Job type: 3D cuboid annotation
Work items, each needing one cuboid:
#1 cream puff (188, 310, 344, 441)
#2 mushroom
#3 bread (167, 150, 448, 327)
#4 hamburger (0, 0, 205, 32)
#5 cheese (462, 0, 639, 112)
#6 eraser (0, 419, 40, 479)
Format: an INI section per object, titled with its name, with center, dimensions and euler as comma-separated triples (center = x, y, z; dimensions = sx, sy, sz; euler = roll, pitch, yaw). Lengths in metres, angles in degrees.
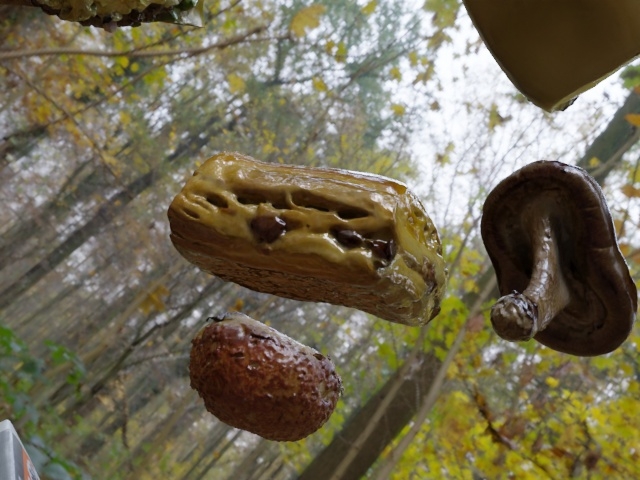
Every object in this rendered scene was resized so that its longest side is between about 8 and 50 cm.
[cream puff]
center = -0.088, 0.205, 1.096
dimensions = 0.240, 0.164, 0.240
euler = 30, -6, 4
[mushroom]
center = 0.220, 0.057, 0.734
dimensions = 0.148, 0.217, 0.227
euler = -21, -75, 37
[bread]
center = 0.000, 0.000, 0.633
dimensions = 0.210, 0.099, 0.235
euler = 10, -11, 18
[hamburger]
center = -0.192, -0.314, 0.661
dimensions = 0.138, 0.243, 0.262
euler = -179, -93, -72
[cheese]
center = 0.269, -0.322, 0.891
dimensions = 0.316, 0.128, 0.259
euler = 56, -34, -1
[eraser]
center = -0.128, 0.119, 0.304
dimensions = 0.122, 0.029, 0.052
euler = 18, -51, 65
